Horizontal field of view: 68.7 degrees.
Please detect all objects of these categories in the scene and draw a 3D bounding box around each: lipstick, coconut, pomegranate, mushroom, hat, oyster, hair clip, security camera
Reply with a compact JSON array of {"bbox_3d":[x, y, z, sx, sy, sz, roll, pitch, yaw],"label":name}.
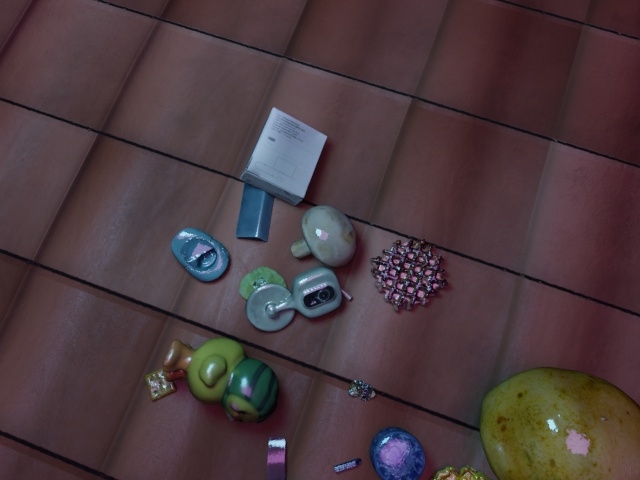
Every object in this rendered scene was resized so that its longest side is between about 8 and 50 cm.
[{"bbox_3d":[0.062,0.155,1.498,0.094,0.019,0.019,41,80,10],"label":"lipstick"},{"bbox_3d":[-0.182,0.144,1.488,0.158,0.055,0.133,0,77,0],"label":"coconut"},{"bbox_3d":[0.625,0.522,1.200,0.417,0.416,0.416,0,76,1],"label":"pomegranate"},{"bbox_3d":[0.000,0.000,1.468,0.215,0.207,0.207,-27,75,26],"label":"mushroom"},{"bbox_3d":[-0.384,0.042,1.510,0.191,0.078,0.138,44,89,-8],"label":"hat"},{"bbox_3d":[0.128,0.456,1.420,0.083,0.019,0.054,17,76,5],"label":"oyster"},{"bbox_3d":[-0.129,0.648,1.375,0.054,0.022,0.137,0,76,4],"label":"hair clip"},{"bbox_3d":[-0.082,0.187,1.438,0.302,0.080,0.157,-21,108,-5],"label":"security camera"}]

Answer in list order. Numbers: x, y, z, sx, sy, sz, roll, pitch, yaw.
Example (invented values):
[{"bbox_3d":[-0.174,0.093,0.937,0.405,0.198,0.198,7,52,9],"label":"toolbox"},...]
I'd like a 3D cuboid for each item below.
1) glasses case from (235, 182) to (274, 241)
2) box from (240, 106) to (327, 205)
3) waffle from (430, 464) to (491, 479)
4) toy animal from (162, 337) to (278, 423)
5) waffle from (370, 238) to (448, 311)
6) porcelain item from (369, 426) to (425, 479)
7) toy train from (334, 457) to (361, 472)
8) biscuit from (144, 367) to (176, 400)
[{"bbox_3d":[-0.211,-0.134,1.558,0.105,0.056,0.265,6,76,2],"label":"glasses case"},{"bbox_3d":[-0.118,-0.271,1.526,0.203,0.106,0.251,24,73,-15],"label":"box"},{"bbox_3d":[0.415,0.786,1.311,0.281,0.060,0.262,33,78,9],"label":"waffle"},{"bbox_3d":[-0.271,0.390,1.359,0.339,0.216,0.191,25,51,4],"label":"toy animal"},{"bbox_3d":[0.285,0.104,1.492,0.234,0.055,0.221,-28,79,-1],"label":"waffle"},{"bbox_3d":[0.217,0.613,1.331,0.147,0.114,0.147,0,76,0],"label":"porcelain item"},{"bbox_3d":[0.081,0.657,1.372,0.083,0.017,0.017,-17,77,-4],"label":"toy train"},{"bbox_3d":[-0.491,0.438,1.437,0.082,0.018,0.083,-22,76,-4],"label":"biscuit"}]
